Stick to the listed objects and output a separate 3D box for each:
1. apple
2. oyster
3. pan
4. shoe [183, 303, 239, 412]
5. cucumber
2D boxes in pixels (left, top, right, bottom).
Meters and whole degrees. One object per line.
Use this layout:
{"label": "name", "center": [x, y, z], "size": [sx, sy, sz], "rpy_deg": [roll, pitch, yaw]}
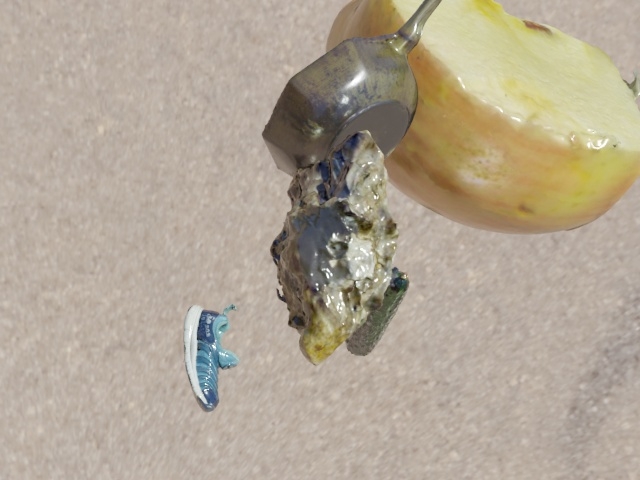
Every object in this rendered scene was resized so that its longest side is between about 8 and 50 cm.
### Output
{"label": "apple", "center": [0.164, -0.145, 1.124], "size": [0.309, 0.314, 0.252], "rpy_deg": [13, 83, -18]}
{"label": "oyster", "center": [0.002, 0.007, 0.696], "size": [0.051, 0.103, 0.148], "rpy_deg": [6, 73, -49]}
{"label": "pan", "center": [0.039, -0.118, 0.786], "size": [0.128, 0.202, 0.048], "rpy_deg": [-10, 50, -43]}
{"label": "shoe", "center": [-0.139, 0.151, 1.347], "size": [0.071, 0.064, 0.143], "rpy_deg": [-4, 63, 2]}
{"label": "cucumber", "center": [0.105, 0.134, 1.967], "size": [0.067, 0.293, 0.068], "rpy_deg": [6, 59, -11]}
